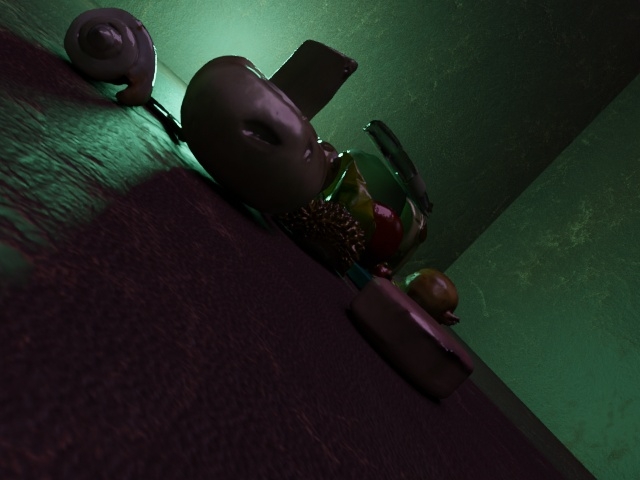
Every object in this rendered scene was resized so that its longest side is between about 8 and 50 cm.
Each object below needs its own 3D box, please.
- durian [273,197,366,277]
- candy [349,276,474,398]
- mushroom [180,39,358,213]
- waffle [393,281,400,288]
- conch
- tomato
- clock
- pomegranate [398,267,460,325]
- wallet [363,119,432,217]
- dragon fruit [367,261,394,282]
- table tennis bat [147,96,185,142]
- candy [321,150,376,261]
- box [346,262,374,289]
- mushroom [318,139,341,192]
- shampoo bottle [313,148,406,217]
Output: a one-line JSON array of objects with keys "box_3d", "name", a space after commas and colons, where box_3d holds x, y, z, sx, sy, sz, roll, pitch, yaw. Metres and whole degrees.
[{"box_3d": [0.002, -0.034, 1.378, 0.250, 0.138, 0.183, 31, 20, -41], "name": "durian"}, {"box_3d": [0.163, 0.172, 1.052, 0.255, 0.094, 0.255, 43, 5, -4], "name": "candy"}, {"box_3d": [-0.126, -0.237, 1.160, 0.325, 0.352, 0.353, 18, -2, 14], "name": "mushroom"}, {"box_3d": [0.301, 0.194, 2.304, 0.231, 0.051, 0.229, 48, 6, 35], "name": "waffle"}, {"box_3d": [-0.339, -0.320, 1.029, 0.158, 0.127, 0.255, 42, 4, -7], "name": "conch"}, {"box_3d": [0.112, -0.001, 1.663, 0.200, 0.233, 0.139, 48, 31, -26], "name": "tomato"}, {"box_3d": [0.239, -0.054, 2.153, 0.286, 0.348, 0.117, 46, 5, 31], "name": "clock"}, {"box_3d": [0.353, 0.192, 1.958, 0.207, 0.207, 0.207, 43, 5, -4], "name": "pomegranate"}, {"box_3d": [0.258, -0.223, 1.886, 0.309, 0.077, 0.223, 50, 5, -41], "name": "wallet"}, {"box_3d": [0.180, 0.108, 1.814, 0.116, 0.086, 0.081, 53, -7, -37], "name": "dragon fruit"}, {"box_3d": [-0.334, -0.271, 1.287, 0.138, 0.022, 0.246, 39, 5, -44], "name": "table tennis bat"}, {"box_3d": [0.070, -0.079, 1.546, 0.081, 0.187, 0.297, 7, 48, -28], "name": "candy"}, {"box_3d": [0.159, 0.142, 1.614, 0.226, 0.042, 0.161, 39, 6, -39], "name": "box"}, {"box_3d": [-0.065, -0.194, 1.533, 0.255, 0.255, 0.184, -107, -176, -81], "name": "mushroom"}, {"box_3d": [0.110, -0.132, 1.971, 0.322, 0.317, 0.322, 41, 5, -4], "name": "shampoo bottle"}]
